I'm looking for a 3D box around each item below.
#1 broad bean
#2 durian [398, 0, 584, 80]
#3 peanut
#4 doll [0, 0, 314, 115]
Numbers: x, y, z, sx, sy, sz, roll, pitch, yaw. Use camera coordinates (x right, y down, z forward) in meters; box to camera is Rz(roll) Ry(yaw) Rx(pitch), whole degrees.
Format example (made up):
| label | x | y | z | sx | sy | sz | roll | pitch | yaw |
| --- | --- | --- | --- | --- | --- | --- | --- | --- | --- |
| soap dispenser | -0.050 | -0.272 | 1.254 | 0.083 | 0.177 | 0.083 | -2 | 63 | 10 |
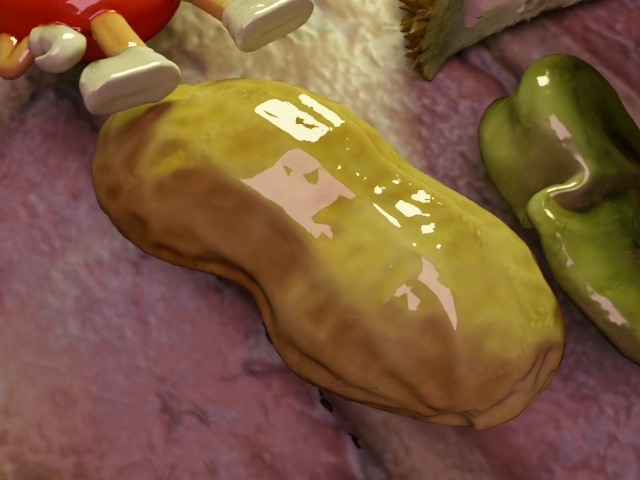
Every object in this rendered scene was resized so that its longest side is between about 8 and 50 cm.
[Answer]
| label | x | y | z | sx | sy | sz | roll | pitch | yaw |
| --- | --- | --- | --- | --- | --- | --- | --- | --- | --- |
| broad bean | 0.175 | -0.012 | 0.464 | 0.153 | 0.072 | 0.207 | -16 | 74 | -42 |
| durian | 0.178 | -0.238 | 0.500 | 0.306 | 0.172 | 0.166 | -27 | 105 | -12 |
| peanut | 0.000 | 0.000 | 0.460 | 0.305 | 0.147 | 0.147 | 38 | 82 | 8 |
| doll | -0.132 | -0.160 | 0.493 | 0.183 | 0.085 | 0.217 | -35 | 49 | -26 |
